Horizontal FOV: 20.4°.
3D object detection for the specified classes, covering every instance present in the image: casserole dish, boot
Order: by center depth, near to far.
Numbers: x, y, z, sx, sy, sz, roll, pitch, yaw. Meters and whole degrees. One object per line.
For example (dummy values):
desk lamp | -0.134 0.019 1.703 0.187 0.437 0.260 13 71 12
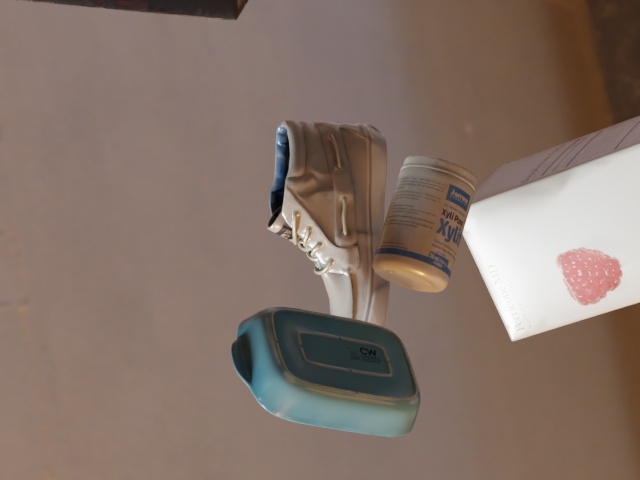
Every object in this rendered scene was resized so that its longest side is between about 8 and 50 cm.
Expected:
casserole dish | 0.013 0.107 1.520 0.188 0.037 0.114 13 -138 -32
boot | 0.000 0.000 1.861 0.123 0.095 0.258 4 -102 -23

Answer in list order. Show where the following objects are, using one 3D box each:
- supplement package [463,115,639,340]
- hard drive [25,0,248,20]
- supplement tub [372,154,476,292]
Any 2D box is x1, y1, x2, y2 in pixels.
supplement package | 0.335 -0.028 2.032 0.177 0.293 0.175 64 -148 -8
hard drive | -0.188 -0.226 1.481 0.172 0.255 0.054 -81 -3 -75
supplement tub | 0.092 -0.014 1.567 0.071 0.071 0.107 34 -111 -51
